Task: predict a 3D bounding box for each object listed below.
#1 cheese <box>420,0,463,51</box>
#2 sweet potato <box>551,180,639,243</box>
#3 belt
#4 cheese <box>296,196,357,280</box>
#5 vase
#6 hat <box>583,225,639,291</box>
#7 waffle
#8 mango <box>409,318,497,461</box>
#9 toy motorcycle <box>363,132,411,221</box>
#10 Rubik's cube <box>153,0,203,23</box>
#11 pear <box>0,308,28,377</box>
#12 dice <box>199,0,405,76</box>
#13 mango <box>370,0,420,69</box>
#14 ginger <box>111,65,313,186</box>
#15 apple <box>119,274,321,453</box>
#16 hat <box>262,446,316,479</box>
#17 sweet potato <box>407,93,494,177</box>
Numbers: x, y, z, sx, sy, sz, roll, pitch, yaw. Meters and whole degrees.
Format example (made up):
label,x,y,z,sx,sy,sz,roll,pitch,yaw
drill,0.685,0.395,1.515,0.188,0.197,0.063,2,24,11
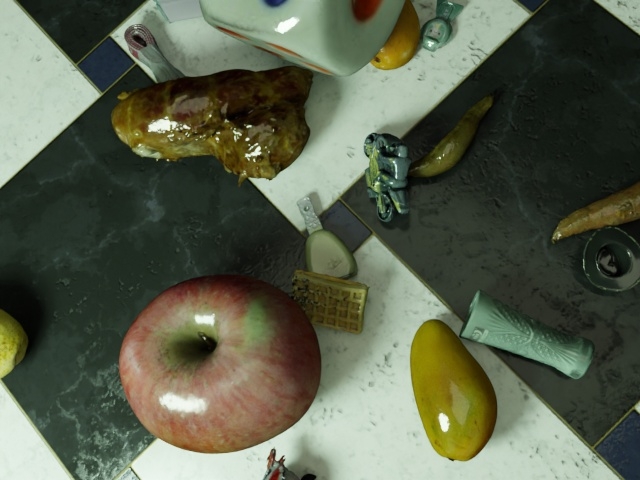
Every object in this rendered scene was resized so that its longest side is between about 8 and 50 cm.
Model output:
label,x,y,z,sx,sy,sz,roll,pitch,yaw
cheese,0.248,-0.446,1.369,0.067,0.026,0.120,24,82,13
sweet potato,0.573,-0.067,1.212,0.315,0.072,0.066,-24,97,1
belt,-0.349,-0.378,1.434,0.071,0.053,0.232,-40,75,-9
cheese,0.000,0.000,1.301,0.097,0.037,0.192,-23,76,2
vase,0.370,0.173,1.180,0.220,0.096,0.096,22,82,10
hat,0.532,0.035,1.204,0.121,0.050,0.121,-1,83,7
waffle,0.014,0.117,1.247,0.148,0.042,0.102,11,112,12
mango,0.234,0.260,1.169,0.139,0.113,0.253,-19,69,18
toy motorcycle,0.133,-0.136,1.273,0.061,0.124,0.193,0,69,-29
Rubik's cube,-0.267,-0.633,1.389,0.222,0.224,0.230,-8,76,7
pear,-0.669,0.203,1.295,0.178,0.178,0.177,-2,77,8
dice,-0.027,-0.494,1.222,0.304,0.277,0.304,27,101,30
mango,0.132,-0.463,1.353,0.141,0.102,0.217,-5,78,3
ginger,-0.213,-0.220,1.314,0.419,0.176,0.254,-5,68,0
apple,-0.168,0.222,1.172,0.345,0.269,0.344,-6,59,10
hat,-0.022,0.490,1.174,0.228,0.129,0.140,30,60,-4
sweet potato,0.268,-0.196,1.293,0.249,0.059,0.069,-46,38,-4
